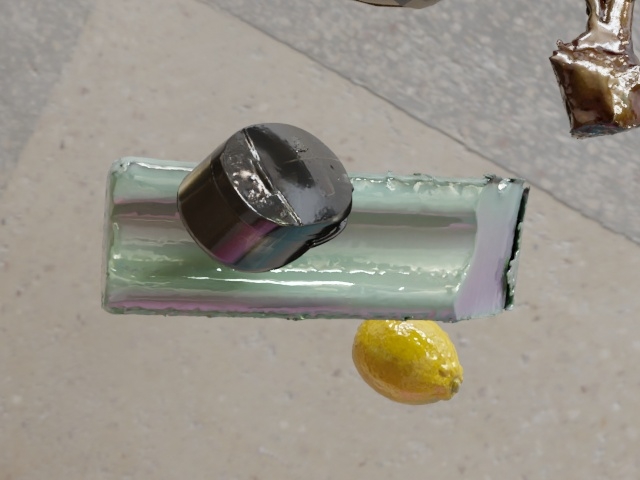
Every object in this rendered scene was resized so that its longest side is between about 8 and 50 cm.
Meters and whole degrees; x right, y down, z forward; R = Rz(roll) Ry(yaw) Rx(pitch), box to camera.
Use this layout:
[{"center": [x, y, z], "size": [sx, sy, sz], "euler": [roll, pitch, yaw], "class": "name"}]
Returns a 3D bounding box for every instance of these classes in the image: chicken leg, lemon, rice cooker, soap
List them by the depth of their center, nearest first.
[{"center": [0.205, -0.198, 0.851], "size": [0.113, 0.093, 0.304], "euler": [23, 64, -15], "class": "chicken leg"}, {"center": [-0.045, -0.035, 1.032], "size": [0.106, 0.165, 0.112], "euler": [-37, 75, 24], "class": "rice cooker"}, {"center": [0.000, 0.000, 1.263], "size": [0.446, 0.261, 0.156], "euler": [1, 91, -12], "class": "soap"}, {"center": [0.106, 0.143, 1.487], "size": [0.155, 0.114, 0.114], "euler": [34, 102, 28], "class": "lemon"}]

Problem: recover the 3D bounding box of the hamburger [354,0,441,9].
[{"center": [0.017, -0.154, 0.372], "size": [0.183, 0.206, 0.130], "euler": [25, 127, 6], "class": "hamburger"}]
